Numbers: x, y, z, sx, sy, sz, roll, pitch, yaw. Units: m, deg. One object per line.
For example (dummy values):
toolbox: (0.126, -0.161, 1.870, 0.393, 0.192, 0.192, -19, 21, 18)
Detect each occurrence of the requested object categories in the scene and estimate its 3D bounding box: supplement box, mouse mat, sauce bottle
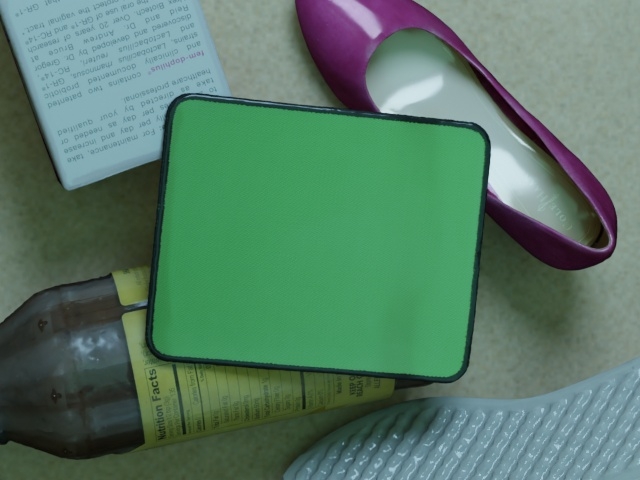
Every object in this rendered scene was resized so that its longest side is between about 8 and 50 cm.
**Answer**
supplement box: (-0.135, -0.150, 1.120, 0.114, 0.111, 0.220, -21, 96, -8)
mouse mat: (0.000, 0.000, 1.094, 0.190, 0.007, 0.152, 5, 93, -11)
sauce bottle: (-0.101, 0.067, 1.142, 0.344, 0.111, 0.111, -10, 95, -8)

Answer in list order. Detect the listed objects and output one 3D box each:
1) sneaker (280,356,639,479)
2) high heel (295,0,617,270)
sneaker: (0.137, 0.159, 1.169, 0.321, 0.126, 0.127, -15, 138, 16)
high heel: (0.082, -0.075, 1.158, 0.082, 0.117, 0.244, -41, 99, -5)
